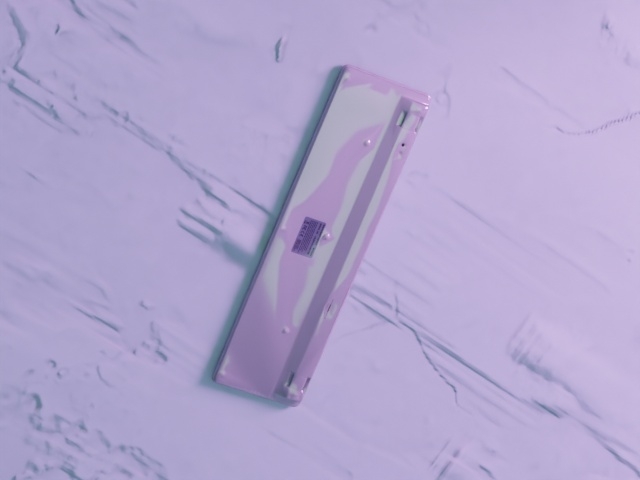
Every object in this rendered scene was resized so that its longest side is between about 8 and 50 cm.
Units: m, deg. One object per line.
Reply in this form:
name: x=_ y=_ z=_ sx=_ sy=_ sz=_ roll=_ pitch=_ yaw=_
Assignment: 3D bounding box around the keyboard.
keyboard: x=0.000 y=0.000 z=1.416 sx=0.072 sy=0.014 sz=0.256 roll=20 pitch=102 yaw=-14
